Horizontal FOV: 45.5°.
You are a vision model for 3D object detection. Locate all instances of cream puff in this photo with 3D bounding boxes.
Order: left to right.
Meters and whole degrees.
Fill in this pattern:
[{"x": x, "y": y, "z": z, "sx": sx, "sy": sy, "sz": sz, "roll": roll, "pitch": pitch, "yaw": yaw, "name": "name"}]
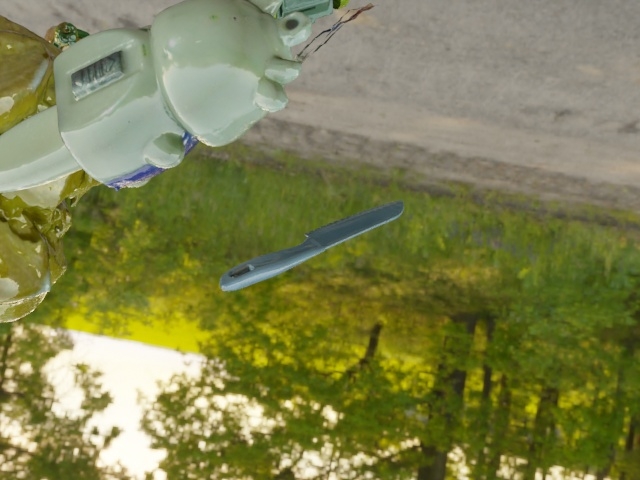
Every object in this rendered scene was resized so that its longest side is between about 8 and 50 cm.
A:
[{"x": -0.368, "y": -0.096, "z": 0.791, "sx": 0.275, "sy": 0.378, "sz": 0.378, "roll": -33, "pitch": -170, "yaw": -25, "name": "cream puff"}]

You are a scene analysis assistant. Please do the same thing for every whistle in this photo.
[{"x": -0.114, "y": -0.088, "z": 0.496, "sx": 0.244, "sy": 0.110, "sz": 0.092, "roll": -23, "pitch": 155, "yaw": 15, "name": "whistle"}]

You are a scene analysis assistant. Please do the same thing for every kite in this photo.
[{"x": -0.046, "y": -0.341, "z": 1.464, "sx": 0.022, "sy": 0.360, "sz": 0.204, "roll": 50, "pitch": 179, "yaw": -15, "name": "kite"}]

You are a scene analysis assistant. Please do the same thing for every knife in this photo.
[{"x": 0.000, "y": 0.000, "z": 0.951, "sx": 0.313, "sy": 0.019, "sz": 0.044, "roll": -22, "pitch": -137, "yaw": -36, "name": "knife"}]

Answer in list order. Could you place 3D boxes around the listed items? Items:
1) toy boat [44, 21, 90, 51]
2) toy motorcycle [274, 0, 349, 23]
[{"x": -0.336, "y": -0.225, "z": 1.104, "sx": 0.088, "sy": 0.089, "sz": 0.229, "roll": 42, "pitch": 159, "yaw": 33, "name": "toy boat"}, {"x": -0.063, "y": -0.593, "z": 1.487, "sx": 0.191, "sy": 0.200, "sz": 0.326, "roll": -19, "pitch": 141, "yaw": -15, "name": "toy motorcycle"}]
